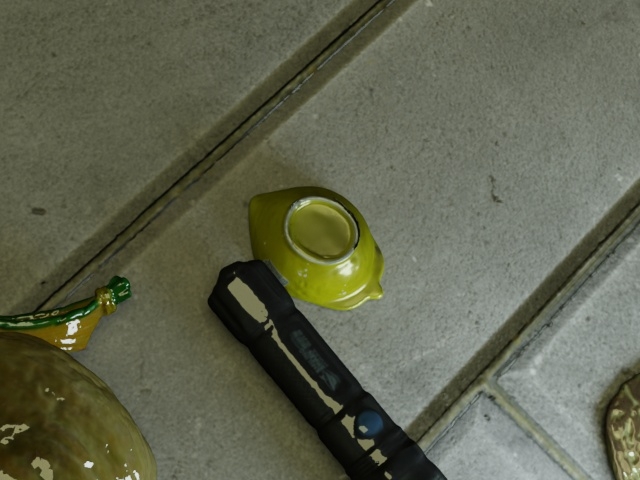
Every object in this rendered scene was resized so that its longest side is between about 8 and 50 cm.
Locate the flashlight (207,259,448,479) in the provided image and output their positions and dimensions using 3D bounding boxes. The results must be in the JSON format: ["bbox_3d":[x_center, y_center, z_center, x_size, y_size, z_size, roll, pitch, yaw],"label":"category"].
[{"bbox_3d":[0.020,0.196,1.569,0.103,0.103,0.424,-37,83,-18],"label":"flashlight"}]

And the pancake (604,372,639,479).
[{"bbox_3d":[0.482,0.273,1.666,0.250,0.031,0.250,3,74,-9],"label":"pancake"}]

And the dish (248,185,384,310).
[{"bbox_3d":[0.000,0.000,1.629,0.207,0.080,0.149,34,71,2],"label":"dish"}]

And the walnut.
[{"bbox_3d":[-0.316,0.235,1.420,0.283,0.283,0.227,34,100,0],"label":"walnut"}]

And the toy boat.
[{"bbox_3d":[-0.337,0.087,1.533,0.229,0.089,0.088,-1,95,-19],"label":"toy boat"}]
